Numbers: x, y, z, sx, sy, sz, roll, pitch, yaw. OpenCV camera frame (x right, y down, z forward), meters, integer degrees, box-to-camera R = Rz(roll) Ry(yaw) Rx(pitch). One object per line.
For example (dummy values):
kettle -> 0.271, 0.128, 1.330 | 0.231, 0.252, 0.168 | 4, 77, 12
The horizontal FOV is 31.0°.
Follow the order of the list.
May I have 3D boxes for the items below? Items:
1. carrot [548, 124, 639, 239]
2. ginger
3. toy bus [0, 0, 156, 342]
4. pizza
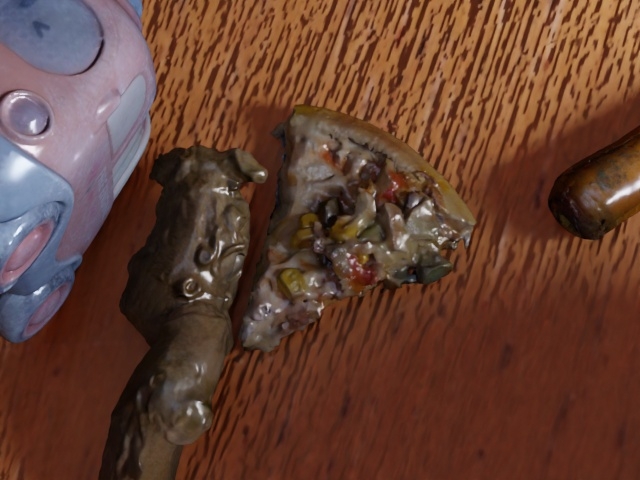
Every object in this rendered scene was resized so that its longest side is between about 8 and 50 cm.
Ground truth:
carrot -> 0.234, -0.060, 0.820 | 0.161, 0.055, 0.055 | -35, 69, -8
ginger -> -0.109, 0.067, 0.826 | 0.122, 0.084, 0.290 | -1, 71, 29
toy bus -> -0.218, -0.088, 0.802 | 0.197, 0.294, 0.232 | 37, 70, 6
pizza -> 0.000, 0.000, 0.848 | 0.185, 0.052, 0.195 | 34, 83, 23
